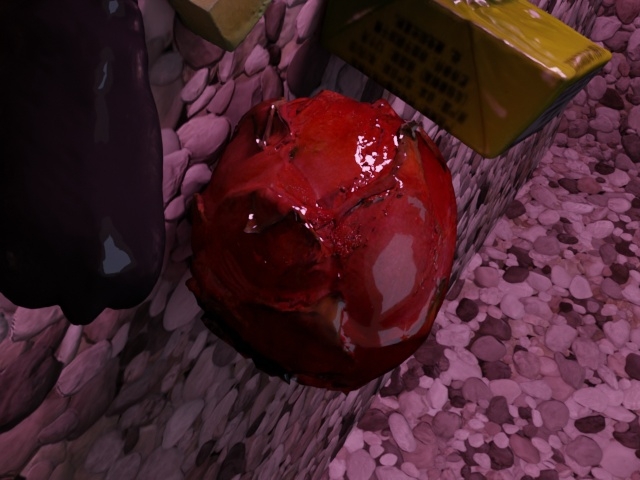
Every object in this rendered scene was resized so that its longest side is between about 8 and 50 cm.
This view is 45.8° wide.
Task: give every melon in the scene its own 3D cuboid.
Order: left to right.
[{"bbox_3d":[-0.070,-0.260,0.609,0.118,0.064,0.209,-24,139,-61],"label":"melon"}]

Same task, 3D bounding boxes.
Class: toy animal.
[{"bbox_3d":[-0.148,-0.121,0.444,0.106,0.168,0.343,-1,103,-31],"label":"toy animal"}]

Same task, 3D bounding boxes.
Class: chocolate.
[{"bbox_3d":[0.179,-0.239,0.928,0.301,0.289,0.137,-30,153,-56],"label":"chocolate"}]

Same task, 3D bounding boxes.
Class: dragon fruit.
[{"bbox_3d":[0.000,0.000,0.796,0.295,0.295,0.302,16,85,-70],"label":"dragon fruit"}]
